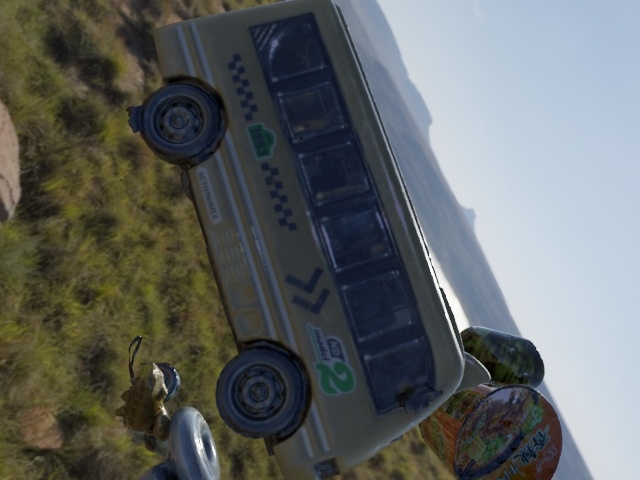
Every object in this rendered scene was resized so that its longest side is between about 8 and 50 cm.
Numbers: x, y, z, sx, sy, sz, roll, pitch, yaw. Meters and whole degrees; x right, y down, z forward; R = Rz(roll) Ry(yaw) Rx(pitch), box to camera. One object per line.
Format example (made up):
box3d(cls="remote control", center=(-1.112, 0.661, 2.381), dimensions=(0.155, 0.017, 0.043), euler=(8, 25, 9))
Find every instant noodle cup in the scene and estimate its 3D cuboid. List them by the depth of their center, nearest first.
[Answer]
box3d(cls="instant noodle cup", center=(0.305, 0.359, 1.007), dimensions=(0.230, 0.230, 0.182), euler=(60, -13, -12))

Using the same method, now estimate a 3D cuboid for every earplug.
box3d(cls="earplug", center=(-0.320, 0.528, 1.172), dimensions=(0.326, 0.174, 0.214), euler=(-69, 151, -49))

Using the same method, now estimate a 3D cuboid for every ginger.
box3d(cls="ginger", center=(-0.406, 0.370, 1.219), dimensions=(0.081, 0.115, 0.206), euler=(-29, 123, -58))

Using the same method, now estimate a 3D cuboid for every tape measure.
box3d(cls="tape measure", center=(-0.403, 0.317, 1.277), dimensions=(0.180, 0.107, 0.104), euler=(92, 1, -46))

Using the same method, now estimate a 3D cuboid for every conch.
box3d(cls="conch", center=(0.366, 0.273, 1.158), dimensions=(0.124, 0.182, 0.187), euler=(-12, 52, -31))

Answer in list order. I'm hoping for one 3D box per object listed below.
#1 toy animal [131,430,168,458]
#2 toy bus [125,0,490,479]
box3d(cls="toy animal", center=(-0.474, 0.591, 1.598), dimensions=(0.094, 0.225, 0.121), euler=(-48, 152, -72))
box3d(cls="toy bus", center=(-0.014, -0.004, 0.455), dimensions=(0.177, 0.201, 0.366), euler=(104, -31, -81))
